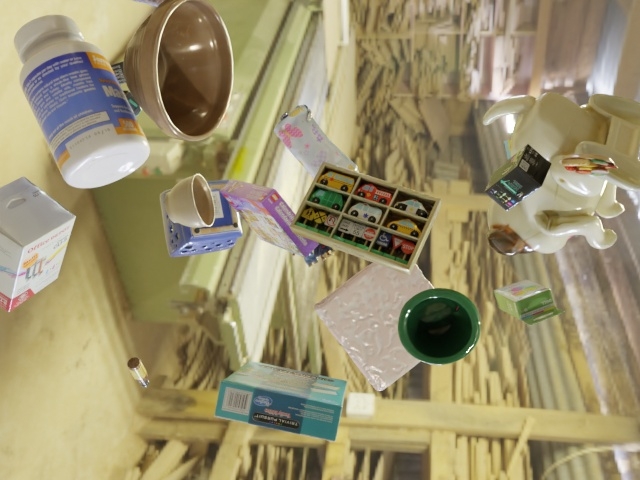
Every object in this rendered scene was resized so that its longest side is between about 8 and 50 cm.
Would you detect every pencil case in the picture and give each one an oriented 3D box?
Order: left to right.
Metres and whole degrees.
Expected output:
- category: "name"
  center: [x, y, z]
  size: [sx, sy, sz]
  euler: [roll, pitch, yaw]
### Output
- category: "pencil case"
  center: [-0.012, -0.263, 2.051]
  size: [0.273, 0.124, 0.113]
  euler: [50, 6, -3]

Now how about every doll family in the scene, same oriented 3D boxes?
- category: "doll family"
  center: [0.000, 0.000, 2.227]
  size: [0.111, 0.193, 0.076]
  euler: [60, -20, -8]

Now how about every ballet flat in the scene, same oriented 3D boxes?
- category: "ballet flat"
  center: [-0.514, -0.336, 1.656]
  size: [0.074, 0.203, 0.074]
  euler: [-42, 138, -53]

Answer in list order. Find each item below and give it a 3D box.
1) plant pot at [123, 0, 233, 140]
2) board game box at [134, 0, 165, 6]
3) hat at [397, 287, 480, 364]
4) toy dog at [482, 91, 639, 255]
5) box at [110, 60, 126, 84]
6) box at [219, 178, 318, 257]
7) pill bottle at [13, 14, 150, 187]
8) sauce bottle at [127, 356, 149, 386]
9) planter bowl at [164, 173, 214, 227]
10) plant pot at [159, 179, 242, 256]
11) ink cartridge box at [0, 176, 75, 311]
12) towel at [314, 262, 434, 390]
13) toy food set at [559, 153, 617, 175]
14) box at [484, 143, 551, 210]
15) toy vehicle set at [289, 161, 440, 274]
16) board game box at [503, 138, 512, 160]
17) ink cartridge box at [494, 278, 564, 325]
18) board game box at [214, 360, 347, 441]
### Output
- category: "plant pot"
  center: [-0.252, -0.290, 1.192]
  size: [0.237, 0.110, 0.237]
  euler: [8, 90, -67]
- category: "board game box"
  center: [-0.407, -0.557, 1.351]
  size: [0.232, 0.291, 0.141]
  euler: [-13, 125, -60]
- category: "hat"
  center: [0.258, 0.161, 1.553]
  size: [0.183, 0.173, 0.208]
  euler: [-76, 161, -67]
- category: "toy dog"
  center: [0.533, -0.119, 1.651]
  size: [0.407, 0.396, 0.284]
  euler: [104, 3, -50]
- category: "box"
  center: [-0.492, -0.503, 2.015]
  size: [0.216, 0.270, 0.060]
  euler: [-142, -147, -68]
- category: "box"
  center: [-0.144, -0.065, 1.919]
  size: [0.201, 0.057, 0.293]
  euler: [51, -16, -27]
- category: "pill bottle"
  center: [-0.412, -0.239, 1.194]
  size: [0.271, 0.152, 0.152]
  euler: [63, 3, 9]
- category: "sauce bottle"
  center: [-0.532, 0.390, 2.067]
  size: [0.128, 0.042, 0.042]
  euler: [85, 10, -48]
- category: "planter bowl"
  center: [-0.401, -0.109, 2.129]
  size: [0.162, 0.109, 0.161]
  euler: [-13, 90, -78]
- category: "plant pot"
  center: [-0.397, -0.085, 2.393]
  size: [0.212, 0.236, 0.235]
  euler: [-25, -105, 62]
- category: "ink cartridge box"
  center: [-0.536, 0.005, 1.239]
  size: [0.128, 0.127, 0.176]
  euler: [-47, 171, -51]
- category: "towel"
  center: [0.195, 0.222, 2.034]
  size: [0.331, 0.317, 0.053]
  euler: [53, -4, -15]
- category: "toy food set"
  center: [0.411, -0.117, 1.086]
  size: [0.083, 0.083, 0.020]
  euler: [26, 71, -79]
- category: "box"
  center: [0.309, -0.098, 1.105]
  size: [0.062, 0.052, 0.083]
  euler: [-55, -174, -37]
- category: "toy vehicle set"
  center: [0.092, -0.049, 1.448]
  size: [0.165, 0.267, 0.035]
  euler: [-65, 162, -18]
- category: "board game box"
  center: [0.666, -0.216, 2.166]
  size: [0.275, 0.142, 0.144]
  euler: [29, 49, -64]
- category: "ink cartridge box"
  center: [0.589, 0.172, 2.003]
  size: [0.209, 0.109, 0.062]
  euler: [-139, -150, -78]
- category: "board game box"
  center: [-0.075, 0.354, 1.589]
  size: [0.336, 0.254, 0.079]
  euler: [35, 66, -85]
